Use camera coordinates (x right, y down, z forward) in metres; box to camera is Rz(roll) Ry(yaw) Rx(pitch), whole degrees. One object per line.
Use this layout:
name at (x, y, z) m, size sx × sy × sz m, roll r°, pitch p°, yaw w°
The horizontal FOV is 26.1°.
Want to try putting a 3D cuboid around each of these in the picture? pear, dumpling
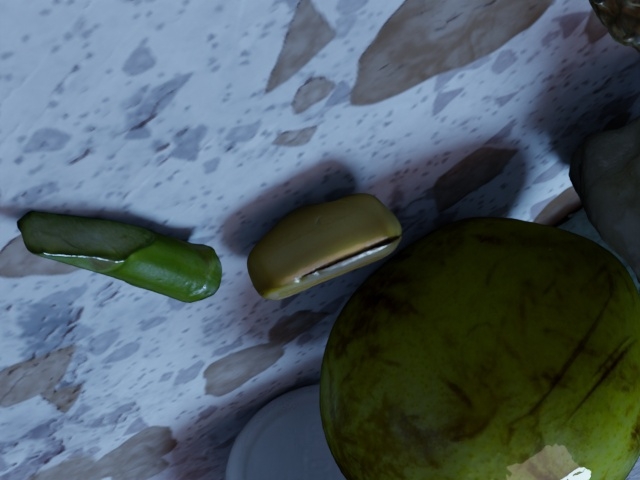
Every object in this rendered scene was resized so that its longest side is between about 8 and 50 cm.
pear at (0.137, 0.111, 1.129) m, size 0.283 × 0.283 × 0.283 m, roll -26°, pitch 155°, yaw -13°
dumpling at (0.247, -0.041, 1.093) m, size 0.086 × 0.166 × 0.332 m, roll -7°, pitch -167°, yaw 6°

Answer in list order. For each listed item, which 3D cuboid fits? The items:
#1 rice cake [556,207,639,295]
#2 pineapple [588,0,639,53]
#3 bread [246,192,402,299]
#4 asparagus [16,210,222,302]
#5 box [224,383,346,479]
rice cake at (0.194, 0.067, 1.286) m, size 0.211 × 0.124 × 0.038 m, roll -30°, pitch 152°, yaw 9°
pineapple at (0.281, -0.121, 0.830) m, size 0.158 × 0.279 × 0.158 m, roll -29°, pitch 156°, yaw -14°
bread at (0.000, 0.000, 0.994) m, size 0.115 × 0.056 × 0.082 m, roll -22°, pitch 173°, yaw 2°
asparagus at (-0.125, 0.008, 0.883) m, size 0.045 × 0.041 × 0.178 m, roll 8°, pitch 172°, yaw 28°
box at (0.038, 0.249, 1.317) m, size 0.291 × 0.262 × 0.206 m, roll -35°, pitch 147°, yaw -12°
